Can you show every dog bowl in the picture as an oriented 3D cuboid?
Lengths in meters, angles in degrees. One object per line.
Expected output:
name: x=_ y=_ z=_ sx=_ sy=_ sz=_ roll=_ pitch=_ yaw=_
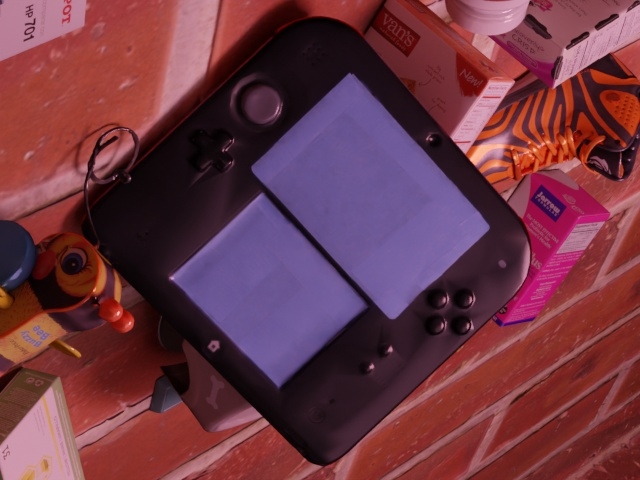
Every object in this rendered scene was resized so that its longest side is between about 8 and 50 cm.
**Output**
dog bowl: x=-0.013 y=0.119 z=1.843 sx=0.348 sy=0.102 sz=0.349 roll=-25 pitch=172 yaw=-4

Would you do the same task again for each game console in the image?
game console: x=0.000 y=0.000 z=1.626 sx=0.342 sy=0.386 sz=0.060 roll=-44 pitch=-162 yaw=-4

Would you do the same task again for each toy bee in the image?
toy bee: x=-0.258 y=0.046 z=1.457 sx=0.298 sy=0.162 sz=0.195 roll=-54 pitch=147 yaw=14

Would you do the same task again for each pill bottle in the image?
pill bottle: x=0.185 y=-0.319 z=1.644 sx=0.121 sy=0.121 sz=0.216 roll=-35 pitch=154 yaw=-23

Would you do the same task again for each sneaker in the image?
sneaker: x=0.304 y=-0.126 z=2.065 sx=0.321 sy=0.180 sz=0.124 roll=-40 pitch=155 yaw=-12

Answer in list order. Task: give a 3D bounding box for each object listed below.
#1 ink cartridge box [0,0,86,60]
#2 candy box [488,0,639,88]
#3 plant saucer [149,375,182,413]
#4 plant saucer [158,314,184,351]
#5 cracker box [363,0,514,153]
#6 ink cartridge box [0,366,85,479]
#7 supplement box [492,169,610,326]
ink cartridge box: x=-0.267 y=-0.198 z=1.161 sx=0.190 sy=0.082 sz=0.140 roll=-28 pitch=151 yaw=-31
candy box: x=0.298 y=-0.292 z=1.822 sx=0.233 sy=0.159 sz=0.071 roll=-32 pitch=152 yaw=-26
plant saucer: x=-0.135 y=0.162 z=2.017 sx=0.192 sy=0.018 sz=0.067 roll=-28 pitch=151 yaw=-35
plant saucer: x=-0.121 y=0.046 z=1.831 sx=0.195 sy=0.037 sz=0.195 roll=-37 pitch=155 yaw=-20
cracker box: x=0.084 y=-0.131 z=1.736 sx=0.067 sy=0.155 sz=0.232 roll=-6 pitch=135 yaw=-57
ink cartridge box: x=-0.344 y=0.271 z=1.659 sx=0.235 sy=0.056 sz=0.171 roll=-53 pitch=148 yaw=-44
supplement box: x=0.319 y=0.011 z=2.390 sx=0.114 sy=0.111 sz=0.220 roll=-5 pitch=133 yaw=-55
